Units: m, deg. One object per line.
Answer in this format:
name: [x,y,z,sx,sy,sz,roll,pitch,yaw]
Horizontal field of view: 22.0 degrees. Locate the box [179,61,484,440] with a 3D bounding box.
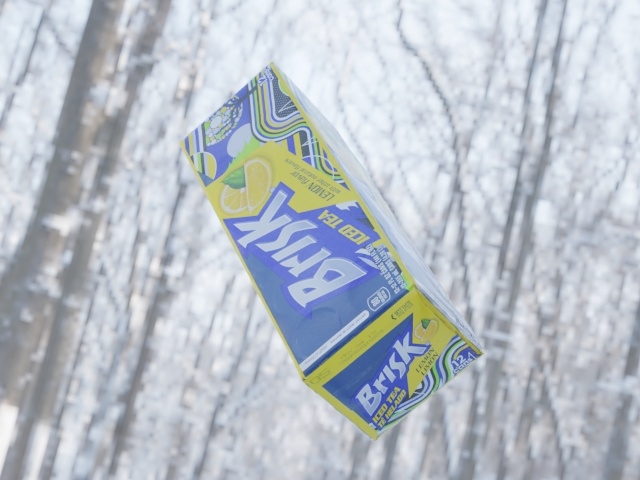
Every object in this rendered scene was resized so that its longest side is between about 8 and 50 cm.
box: [0.000,0.000,0.677,0.054,0.059,0.169,43,11,-41]
